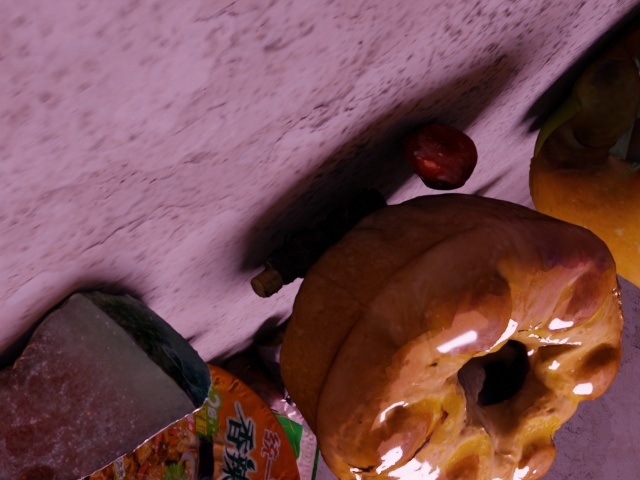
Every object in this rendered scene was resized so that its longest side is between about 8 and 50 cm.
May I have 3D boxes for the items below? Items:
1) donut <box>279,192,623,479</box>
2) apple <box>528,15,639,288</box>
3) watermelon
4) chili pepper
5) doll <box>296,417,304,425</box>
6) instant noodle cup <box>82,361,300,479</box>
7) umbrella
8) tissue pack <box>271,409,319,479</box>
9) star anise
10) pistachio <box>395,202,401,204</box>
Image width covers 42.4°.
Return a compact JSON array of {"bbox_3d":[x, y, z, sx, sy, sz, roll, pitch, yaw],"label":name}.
[{"bbox_3d":[0.122,0.094,0.710,0.299,0.150,0.317,-43,134,-3],"label":"donut"},{"bbox_3d":[0.411,-0.101,0.965,0.384,0.374,0.374,6,-155,42],"label":"apple"},{"bbox_3d":[-0.190,0.126,0.529,0.241,0.094,0.154,-36,179,-3],"label":"watermelon"},{"bbox_3d":[0.101,-0.067,0.685,0.050,0.059,0.191,-38,173,20],"label":"chili pepper"},{"bbox_3d":[-0.055,0.296,1.537,0.200,0.105,0.336,-10,-176,30],"label":"doll"},{"bbox_3d":[-0.158,0.243,0.760,0.182,0.230,0.230,-34,174,36],"label":"instant noodle cup"},{"bbox_3d":[0.000,0.000,0.691,0.144,0.040,0.037,-36,162,-28],"label":"umbrella"},{"bbox_3d":[-0.105,0.308,0.935,0.148,0.156,0.209,-44,-156,42],"label":"tissue pack"},{"bbox_3d":[-0.051,0.191,1.122,0.332,0.117,0.331,-32,164,-10],"label":"star anise"},{"bbox_3d":[0.056,0.040,0.821,0.185,0.124,0.124,-43,168,19],"label":"pistachio"}]
